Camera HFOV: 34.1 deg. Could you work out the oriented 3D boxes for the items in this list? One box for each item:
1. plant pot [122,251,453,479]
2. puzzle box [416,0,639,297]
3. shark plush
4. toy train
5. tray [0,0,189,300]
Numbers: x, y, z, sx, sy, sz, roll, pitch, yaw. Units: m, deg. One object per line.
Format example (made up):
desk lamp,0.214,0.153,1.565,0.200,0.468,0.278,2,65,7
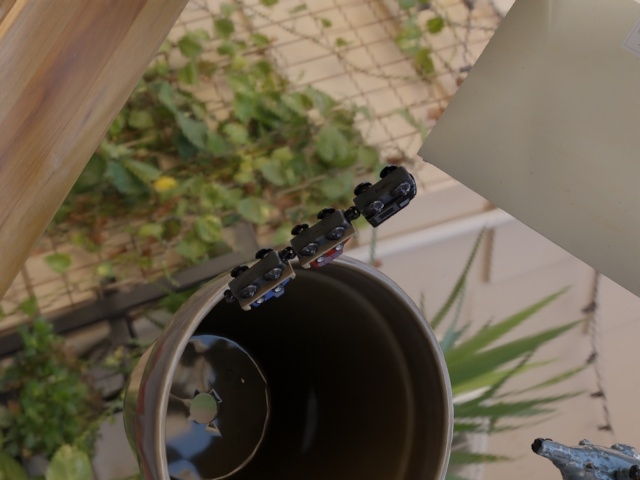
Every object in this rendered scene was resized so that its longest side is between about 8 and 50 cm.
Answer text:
plant pot,-0.071,0.183,1.086,0.280,0.323,0.323,-12,-84,59
puzzle box,0.344,-0.098,1.138,0.409,0.272,0.052,36,7,19
shark plush,0.221,0.169,0.786,0.161,0.073,0.067,38,-26,-25
toy train,0.000,0.000,0.733,0.036,0.158,0.027,42,17,-56
tray,-0.161,-0.122,0.589,0.076,0.411,0.203,26,-14,8
